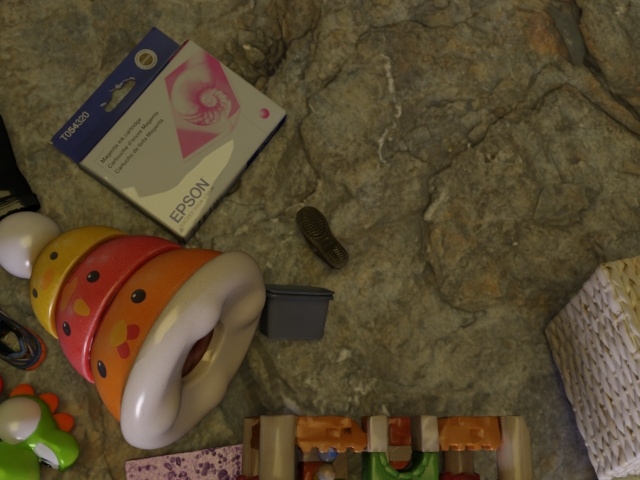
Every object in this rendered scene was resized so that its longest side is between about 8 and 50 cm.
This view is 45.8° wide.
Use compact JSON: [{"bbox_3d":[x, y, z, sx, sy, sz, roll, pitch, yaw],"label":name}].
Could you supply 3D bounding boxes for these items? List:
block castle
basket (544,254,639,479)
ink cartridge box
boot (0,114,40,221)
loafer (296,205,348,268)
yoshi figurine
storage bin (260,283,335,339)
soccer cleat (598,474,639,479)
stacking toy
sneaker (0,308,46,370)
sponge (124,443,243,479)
[{"bbox_3d":[0.092,0.390,1.221,0.454,0.303,0.212,3,76,-13],"label":"block castle"},{"bbox_3d":[0.598,0.209,1.307,0.267,0.328,0.331,-7,62,-8],"label":"basket"},{"bbox_3d":[-0.289,-0.216,1.440,0.330,0.071,0.324,36,75,0],"label":"ink cartridge box"},{"bbox_3d":[-0.651,-0.105,1.343,0.247,0.094,0.207,-27,85,-20],"label":"boot"},{"bbox_3d":[0.000,0.000,1.442,0.056,0.050,0.148,-25,66,-17],"label":"loafer"},{"bbox_3d":[-0.578,0.308,1.220,0.362,0.203,0.203,29,90,-3],"label":"yoshi figurine"},{"bbox_3d":[-0.052,0.130,1.381,0.135,0.098,0.091,5,93,-23],"label":"storage bin"},{"bbox_3d":[0.549,0.511,1.350,0.116,0.143,0.331,26,74,-2],"label":"soccer cleat"},{"bbox_3d":[-0.368,0.095,1.275,0.480,0.350,0.350,26,74,17],"label":"stacking toy"},{"bbox_3d":[-0.575,0.142,1.301,0.221,0.087,0.083,30,74,-1],"label":"sneaker"},{"bbox_3d":[-0.229,0.425,1.313,0.210,0.031,0.117,-6,78,-10],"label":"sponge"}]
